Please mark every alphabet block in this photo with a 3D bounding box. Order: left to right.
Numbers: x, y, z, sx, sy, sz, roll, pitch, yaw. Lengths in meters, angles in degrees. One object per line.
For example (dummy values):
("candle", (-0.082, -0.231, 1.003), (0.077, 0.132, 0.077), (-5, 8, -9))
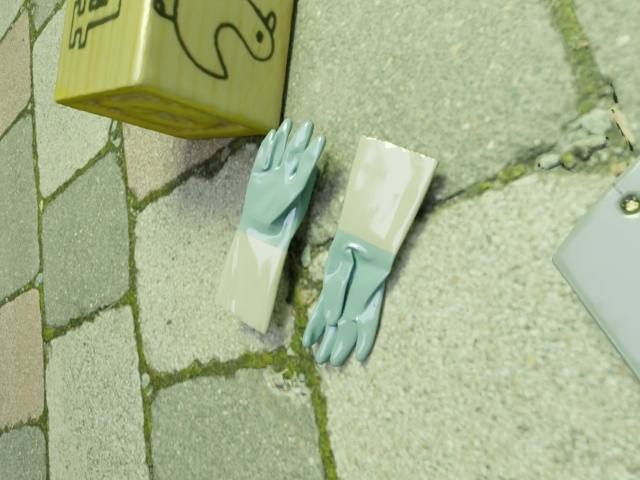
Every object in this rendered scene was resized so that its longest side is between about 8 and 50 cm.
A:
("alphabet block", (-0.164, -0.235, 0.577), (0.193, 0.192, 0.197), (6, 90, 42))

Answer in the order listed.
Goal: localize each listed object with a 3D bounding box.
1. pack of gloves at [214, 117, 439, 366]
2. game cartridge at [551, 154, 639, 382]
("pack of gloves", (0.000, 0.000, 0.521), (0.195, 0.046, 0.232), (25, 104, 27))
("game cartridge", (0.292, -0.016, 0.257), (0.297, 0.062, 0.198), (-42, 56, 29))
